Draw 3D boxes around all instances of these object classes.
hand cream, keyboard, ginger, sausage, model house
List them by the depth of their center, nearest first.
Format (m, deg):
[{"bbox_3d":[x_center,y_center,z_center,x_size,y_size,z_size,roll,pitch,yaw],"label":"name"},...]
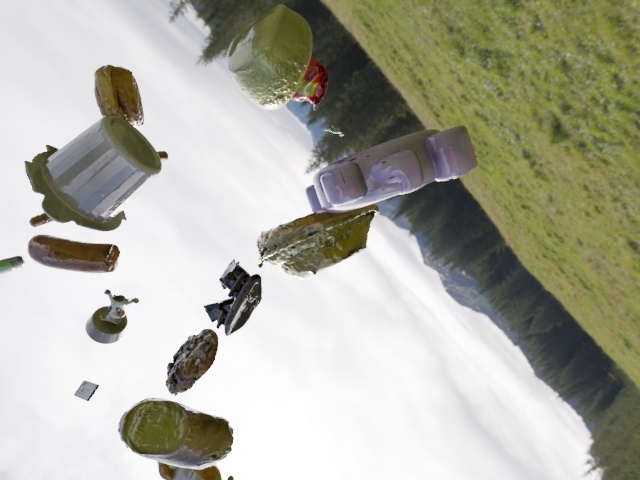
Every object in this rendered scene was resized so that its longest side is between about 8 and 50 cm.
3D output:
[{"bbox_3d":[-0.328,0.457,0.989,0.276,0.130,0.221,7,152,22],"label":"ginger"},{"bbox_3d":[-0.695,0.445,1.249,0.010,0.155,0.053,45,-125,-28],"label":"keyboard"},{"bbox_3d":[-0.268,0.162,1.249,0.164,0.203,0.141,31,175,24],"label":"model house"},{"bbox_3d":[-0.755,0.043,1.275,0.270,0.109,0.109,8,-166,4],"label":"sausage"},{"bbox_3d":[-1.190,0.104,1.546,0.175,0.095,0.046,-25,-104,-31],"label":"hand cream"}]

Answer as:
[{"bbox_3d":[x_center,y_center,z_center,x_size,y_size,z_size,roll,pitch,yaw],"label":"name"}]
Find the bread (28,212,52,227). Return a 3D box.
[{"bbox_3d":[-1.114,-0.100,1.734,0.044,0.157,0.052,56,155,12],"label":"bread"}]

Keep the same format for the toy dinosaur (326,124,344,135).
[{"bbox_3d":[0.058,-0.447,1.725,0.083,0.021,0.062,8,164,42],"label":"toy dinosaur"}]

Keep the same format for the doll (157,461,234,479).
[{"bbox_3d":[-0.428,0.728,1.360,0.269,0.167,0.162,47,175,19],"label":"doll"}]

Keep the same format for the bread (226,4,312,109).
[{"bbox_3d":[-0.156,-0.598,1.391,0.237,0.320,0.320,29,-159,-38],"label":"bread"}]

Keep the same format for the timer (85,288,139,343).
[{"bbox_3d":[-0.928,0.325,1.891,0.175,0.266,0.175,27,-146,-21],"label":"timer"}]

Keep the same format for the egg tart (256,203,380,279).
[{"bbox_3d":[0.000,0.000,1.199,0.169,0.388,0.388,68,-165,1],"label":"egg tart"}]

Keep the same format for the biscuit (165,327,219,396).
[{"bbox_3d":[-0.603,0.549,1.947,0.081,0.334,0.289,43,177,-32],"label":"biscuit"}]

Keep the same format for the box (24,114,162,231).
[{"bbox_3d":[-0.531,-0.175,1.019,0.262,0.206,0.291,49,-170,-20],"label":"box"}]

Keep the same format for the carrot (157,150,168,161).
[{"bbox_3d":[-0.698,-0.350,1.772,0.048,0.048,0.139,45,-160,-4],"label":"carrot"}]

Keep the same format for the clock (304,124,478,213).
[{"bbox_3d":[0.138,-0.143,0.925,0.295,0.322,0.113,175,76,-77],"label":"clock"}]

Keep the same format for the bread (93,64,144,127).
[{"bbox_3d":[-0.648,-0.458,1.354,0.236,0.120,0.198,-140,41,-69],"label":"bread"}]

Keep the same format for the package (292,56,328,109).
[{"bbox_3d":[-0.166,-0.760,1.869,0.423,0.196,0.123,21,-131,-17],"label":"package"}]
